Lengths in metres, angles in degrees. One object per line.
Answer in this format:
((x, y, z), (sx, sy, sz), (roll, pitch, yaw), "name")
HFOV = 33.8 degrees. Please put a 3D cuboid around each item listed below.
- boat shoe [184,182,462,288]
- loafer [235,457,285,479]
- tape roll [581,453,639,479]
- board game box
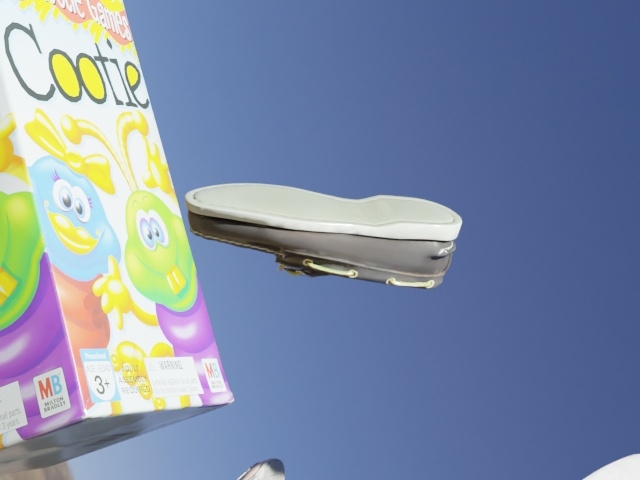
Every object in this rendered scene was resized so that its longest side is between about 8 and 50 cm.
((0.000, 0.000, 0.859), (0.081, 0.228, 0.068), (-109, -153, -64), "boat shoe")
((-0.072, 0.254, 1.097), (0.125, 0.039, 0.045), (-10, 97, -74), "loafer")
((0.128, 0.305, 0.619), (0.072, 0.392, 0.391), (33, -46, 37), "tape roll")
((-0.176, -0.017, 0.596), (0.142, 0.144, 0.275), (12, 58, -65), "board game box")
